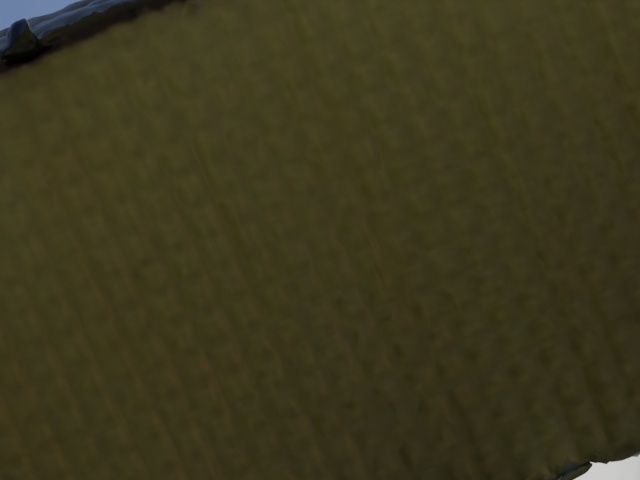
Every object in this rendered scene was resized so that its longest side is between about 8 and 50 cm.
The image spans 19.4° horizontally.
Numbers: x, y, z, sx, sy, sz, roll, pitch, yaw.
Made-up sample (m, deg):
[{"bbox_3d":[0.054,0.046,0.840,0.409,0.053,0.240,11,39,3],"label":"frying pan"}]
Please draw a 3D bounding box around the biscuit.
[{"bbox_3d":[0.000,0.000,0.358,0.040,0.199,0.121,-110,-1,-75],"label":"biscuit"}]
